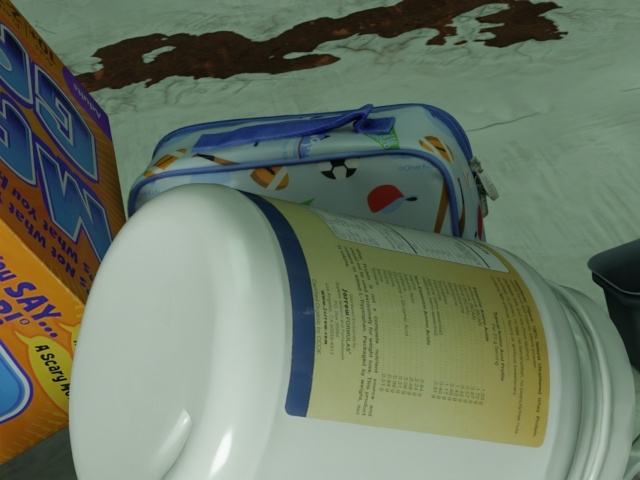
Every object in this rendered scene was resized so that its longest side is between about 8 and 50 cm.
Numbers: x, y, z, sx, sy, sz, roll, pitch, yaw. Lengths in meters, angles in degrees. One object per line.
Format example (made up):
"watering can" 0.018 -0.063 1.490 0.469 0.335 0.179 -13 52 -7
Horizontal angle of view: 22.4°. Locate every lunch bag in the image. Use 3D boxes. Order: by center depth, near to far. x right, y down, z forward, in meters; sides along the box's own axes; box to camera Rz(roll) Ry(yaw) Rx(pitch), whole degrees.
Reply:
"lunch bag" 0.000 0.000 1.365 0.303 0.243 0.115 -5 26 16

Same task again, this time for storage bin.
"storage bin" 0.291 0.046 1.315 0.135 0.091 0.098 -18 26 -15

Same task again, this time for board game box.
"board game box" -0.393 -0.026 1.264 0.356 0.356 0.356 -30 39 10

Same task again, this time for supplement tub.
"supplement tub" 0.023 0.099 1.044 0.316 0.228 0.228 12 10 -33

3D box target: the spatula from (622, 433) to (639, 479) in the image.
"spatula" 0.247 0.179 1.113 0.168 0.019 0.242 -2 30 46
